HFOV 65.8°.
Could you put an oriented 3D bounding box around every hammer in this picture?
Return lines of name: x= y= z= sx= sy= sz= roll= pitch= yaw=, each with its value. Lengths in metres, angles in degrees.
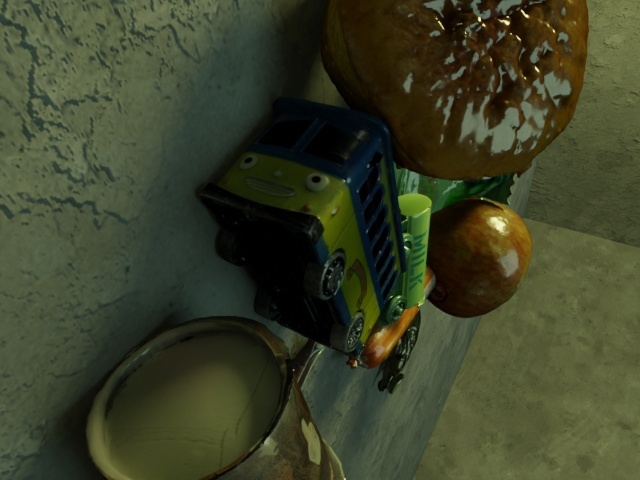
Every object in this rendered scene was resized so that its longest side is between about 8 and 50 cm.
hammer: x=0.204 y=0.379 z=1.327 sx=0.060 sy=0.028 sz=0.195 roll=-58 pitch=165 yaw=-15

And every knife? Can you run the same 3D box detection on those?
knife: x=-0.032 y=0.234 z=0.767 sx=0.277 sy=0.053 sz=0.123 roll=-65 pitch=159 yaw=-11

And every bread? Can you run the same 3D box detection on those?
bread: x=0.147 y=-0.219 z=0.542 sx=0.313 sy=0.172 sz=0.311 roll=-2 pitch=96 yaw=-22

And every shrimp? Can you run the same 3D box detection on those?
shrimp: x=0.200 y=0.251 z=1.240 sx=0.254 sy=0.059 sz=0.145 roll=-60 pitch=150 yaw=-22

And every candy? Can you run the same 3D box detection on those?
candy: x=0.257 y=-0.172 z=0.952 sx=0.398 sy=0.172 sz=0.262 roll=-18 pitch=118 yaw=-42

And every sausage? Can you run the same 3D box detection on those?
sausage: x=0.139 y=0.157 z=1.014 sx=0.312 sy=0.093 sz=0.092 roll=-44 pitch=143 yaw=-44

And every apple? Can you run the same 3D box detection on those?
apple: x=0.343 y=0.035 z=1.185 sx=0.309 sy=0.250 sz=0.277 roll=-59 pitch=-172 yaw=42

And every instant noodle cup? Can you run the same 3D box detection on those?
instant noodle cup: x=-0.091 y=0.202 z=0.462 sx=0.217 sy=0.218 sz=0.207 roll=-48 pitch=139 yaw=-40

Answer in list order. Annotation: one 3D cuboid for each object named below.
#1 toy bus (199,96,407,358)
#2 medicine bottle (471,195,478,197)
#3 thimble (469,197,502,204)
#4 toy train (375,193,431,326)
toy bus: x=0.000 y=0.000 z=0.573 sx=0.175 sy=0.138 sz=0.287 roll=-57 pitch=151 yaw=-25
medicine bottle: x=0.414 y=-0.226 z=1.268 sx=0.212 sy=0.122 sz=0.121 roll=-64 pitch=154 yaw=-17
thimble: x=0.430 y=-0.115 z=1.360 sx=0.090 sy=0.135 sz=0.118 roll=-65 pitch=150 yaw=-15
toy train: x=0.141 y=0.035 z=0.887 sx=0.157 sy=0.105 sz=0.253 roll=-29 pitch=131 yaw=-34
